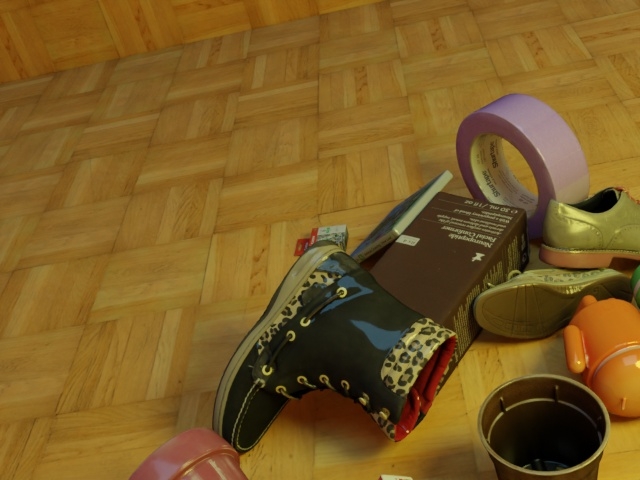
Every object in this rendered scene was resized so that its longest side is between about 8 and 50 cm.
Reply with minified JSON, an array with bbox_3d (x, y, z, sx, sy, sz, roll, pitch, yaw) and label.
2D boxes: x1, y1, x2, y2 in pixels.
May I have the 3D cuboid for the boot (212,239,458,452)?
[{"bbox_3d":[0.017,0.219,1.243,0.284,0.138,0.377,31,89,30],"label":"boot"}]

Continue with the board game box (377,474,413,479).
[{"bbox_3d":[0.056,0.445,0.895,0.053,0.305,0.193,15,22,-30],"label":"board game box"}]

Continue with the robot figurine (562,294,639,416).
[{"bbox_3d":[0.455,0.178,1.221,0.128,0.158,0.219,-36,32,17],"label":"robot figurine"}]

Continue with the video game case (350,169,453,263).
[{"bbox_3d":[0.157,-0.042,1.620,0.212,0.023,0.193,-46,5,-35],"label":"video game case"}]

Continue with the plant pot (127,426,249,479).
[{"bbox_3d":[-0.160,0.396,1.119,0.180,0.201,0.201,34,57,29],"label":"plant pot"}]

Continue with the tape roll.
[{"bbox_3d":[0.387,-0.142,1.553,0.090,0.275,0.275,-29,38,-20],"label":"tape roll"}]

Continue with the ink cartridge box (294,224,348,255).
[{"bbox_3d":[0.000,0.000,1.717,0.115,0.029,0.063,-6,37,13],"label":"ink cartridge box"}]

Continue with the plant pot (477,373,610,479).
[{"bbox_3d":[0.306,0.298,1.081,0.167,0.165,0.167,-11,35,8],"label":"plant pot"}]

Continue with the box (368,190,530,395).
[{"bbox_3d":[0.209,0.080,1.438,0.191,0.143,0.381,15,47,34],"label":"box"}]

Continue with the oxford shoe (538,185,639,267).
[{"bbox_3d":[0.555,-0.032,1.414,0.348,0.130,0.123,-7,14,-18],"label":"oxford shoe"}]

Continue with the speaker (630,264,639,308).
[{"bbox_3d":[0.581,0.149,1.178,0.131,0.131,0.296,-17,46,-2],"label":"speaker"}]

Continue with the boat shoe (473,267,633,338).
[{"bbox_3d":[0.391,0.099,1.377,0.285,0.104,0.089,-5,20,-11],"label":"boat shoe"}]
